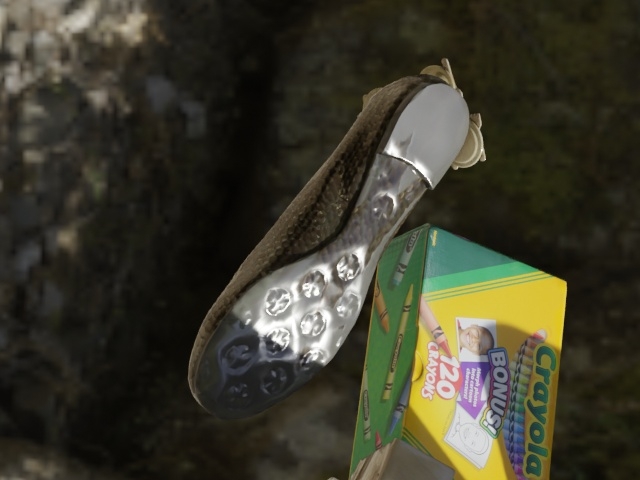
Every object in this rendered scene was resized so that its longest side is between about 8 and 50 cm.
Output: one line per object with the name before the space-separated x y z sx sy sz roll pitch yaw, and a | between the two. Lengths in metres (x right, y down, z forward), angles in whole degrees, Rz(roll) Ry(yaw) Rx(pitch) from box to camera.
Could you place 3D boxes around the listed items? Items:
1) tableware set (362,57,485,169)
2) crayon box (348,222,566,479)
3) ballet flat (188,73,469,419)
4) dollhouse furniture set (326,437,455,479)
tableware set | 0.128 -0.139 2.297 0.020 0.169 0.141 -18 84 -50
crayon box | 0.123 0.145 1.669 0.165 0.081 0.278 22 63 -28
ballet flat | 0.000 0.000 1.144 0.084 0.058 0.250 38 84 -35
dollhouse furniture set | 0.091 0.325 1.311 0.198 0.303 0.286 -65 -170 -27
